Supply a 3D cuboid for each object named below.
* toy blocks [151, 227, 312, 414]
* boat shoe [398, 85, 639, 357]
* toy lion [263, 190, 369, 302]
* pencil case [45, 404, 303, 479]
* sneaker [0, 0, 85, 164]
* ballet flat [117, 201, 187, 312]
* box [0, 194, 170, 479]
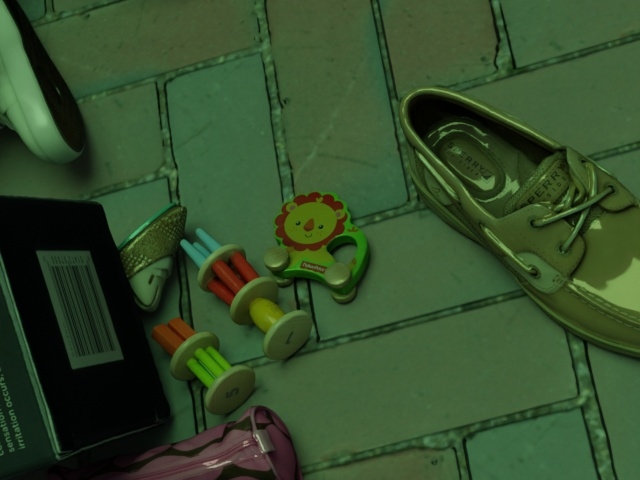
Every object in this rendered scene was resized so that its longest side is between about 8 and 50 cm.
[{"bbox_3d":[-0.096,0.065,1.602,0.123,0.054,0.148,-43,57,-6],"label":"toy blocks"},{"bbox_3d":[0.194,-0.017,1.513,0.341,0.110,0.121,33,77,31],"label":"boat shoe"},{"bbox_3d":[0.000,0.000,1.621,0.100,0.034,0.096,15,61,25],"label":"toy lion"},{"bbox_3d":[-0.125,0.200,1.512,0.209,0.098,0.095,-19,58,7],"label":"pencil case"},{"bbox_3d":[-0.321,-0.148,1.776,0.123,0.106,0.290,-36,46,2],"label":"sneaker"},{"bbox_3d":[-0.186,0.053,1.641,0.206,0.073,0.067,-41,77,0],"label":"ballet flat"},{"bbox_3d":[-0.369,0.123,1.482,0.395,0.293,0.212,-18,87,11],"label":"box"}]
